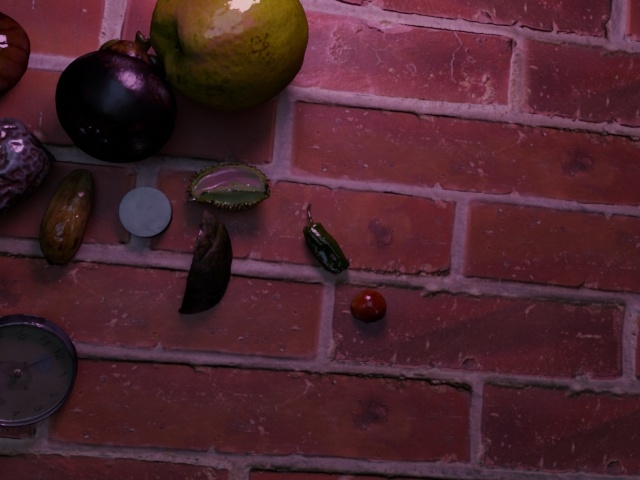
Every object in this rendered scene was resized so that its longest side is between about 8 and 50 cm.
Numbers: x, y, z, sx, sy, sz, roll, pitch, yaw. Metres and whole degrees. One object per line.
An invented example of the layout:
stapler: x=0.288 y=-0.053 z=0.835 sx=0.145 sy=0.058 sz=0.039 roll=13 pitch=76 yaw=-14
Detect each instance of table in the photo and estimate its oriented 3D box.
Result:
table: x=-0.458 y=-0.073 z=1.733 sx=0.134 sy=0.043 sz=0.133 roll=1 pitch=85 yaw=-6

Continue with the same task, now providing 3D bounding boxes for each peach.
peach: x=0.133 y=0.177 z=1.769 sx=0.098 sy=0.061 sz=0.098 roll=2 pitch=77 yaw=-8

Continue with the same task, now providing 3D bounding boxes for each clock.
clock: x=-0.739 y=0.321 z=1.613 sx=0.281 sy=0.055 sz=0.280 roll=-4 pitch=101 yaw=-20

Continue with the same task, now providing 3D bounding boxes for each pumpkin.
pumpkin: x=-0.283 y=0.065 z=1.681 sx=0.111 sy=0.163 sz=0.278 roll=16 pitch=84 yaw=-4

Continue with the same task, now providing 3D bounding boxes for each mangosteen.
mangosteen: x=-0.505 y=-0.344 z=1.649 sx=0.297 sy=0.313 sz=0.296 roll=-6 pitch=128 yaw=-7

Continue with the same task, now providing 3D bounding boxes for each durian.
durian: x=-0.243 y=-0.132 z=1.741 sx=0.221 sy=0.095 sz=0.137 roll=0 pitch=49 yaw=-5

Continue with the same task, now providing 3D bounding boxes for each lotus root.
lotus root: x=-0.650 y=-0.062 z=1.686 sx=0.110 sy=0.097 sz=0.258 roll=12 pitch=80 yaw=-3

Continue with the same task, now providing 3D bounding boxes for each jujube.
jujube: x=-0.825 y=-0.164 z=1.621 sx=0.317 sy=0.226 sz=0.226 roll=-34 pitch=89 yaw=-14

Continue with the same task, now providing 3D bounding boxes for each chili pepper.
chili pepper: x=-0.002 y=0.001 z=1.769 sx=0.072 sy=0.073 sz=0.204 roll=-35 pitch=88 yaw=5

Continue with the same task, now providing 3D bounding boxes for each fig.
fig: x=-0.854 y=-0.481 z=1.651 sx=0.235 sy=0.214 sz=0.234 roll=-3 pitch=64 yaw=7

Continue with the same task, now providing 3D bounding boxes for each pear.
pear: x=-0.229 y=-0.501 z=1.632 sx=0.392 sy=0.391 sz=0.390 roll=1 pitch=85 yaw=-7
